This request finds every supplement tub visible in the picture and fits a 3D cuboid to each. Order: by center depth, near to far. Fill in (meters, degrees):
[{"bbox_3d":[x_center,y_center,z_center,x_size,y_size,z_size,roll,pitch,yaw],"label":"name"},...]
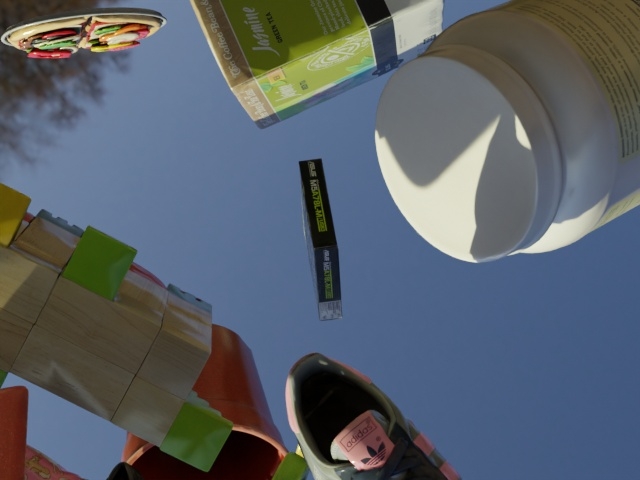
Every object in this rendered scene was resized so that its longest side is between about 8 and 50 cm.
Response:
[{"bbox_3d":[0.235,-0.127,1.388,0.325,0.235,0.235,-25,-162,-37],"label":"supplement tub"}]

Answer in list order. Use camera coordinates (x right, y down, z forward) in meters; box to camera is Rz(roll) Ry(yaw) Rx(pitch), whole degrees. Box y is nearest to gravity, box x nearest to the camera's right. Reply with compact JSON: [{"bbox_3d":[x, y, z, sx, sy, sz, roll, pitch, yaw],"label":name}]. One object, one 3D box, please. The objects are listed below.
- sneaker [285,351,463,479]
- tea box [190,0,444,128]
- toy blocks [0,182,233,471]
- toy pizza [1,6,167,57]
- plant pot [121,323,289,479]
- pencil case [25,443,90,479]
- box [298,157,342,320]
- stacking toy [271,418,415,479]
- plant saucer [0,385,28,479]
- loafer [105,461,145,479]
[{"bbox_3d":[0.063,0.213,1.170,0.112,0.131,0.319,-39,-135,-9],"label":"sneaker"},{"bbox_3d":[-0.006,-0.343,2.066,0.323,0.220,0.329,-24,173,3],"label":"tea box"},{"bbox_3d":[-0.248,0.048,1.326,0.190,0.381,0.261,-62,-172,7],"label":"toy blocks"},{"bbox_3d":[-0.286,-0.248,1.741,0.201,0.032,0.201,-8,179,0],"label":"toy pizza"},{"bbox_3d":[-0.186,0.282,2.188,0.272,0.272,0.265,-28,-141,11],"label":"plant pot"},{"bbox_3d":[-0.464,0.394,2.220,0.160,0.386,0.167,-65,167,7],"label":"pencil case"},{"bbox_3d":[0.000,0.000,2.265,0.045,0.190,0.184,-6,-130,-2],"label":"box"},{"bbox_3d":[-0.001,0.359,1.814,0.130,0.309,0.279,23,-151,8],"label":"stacking toy"},{"bbox_3d":[-0.458,0.293,1.608,0.258,0.048,0.259,-15,-125,13],"label":"plant saucer"},{"bbox_3d":[-0.282,0.406,1.934,0.076,0.078,0.223,-2,-129,11],"label":"loafer"}]
